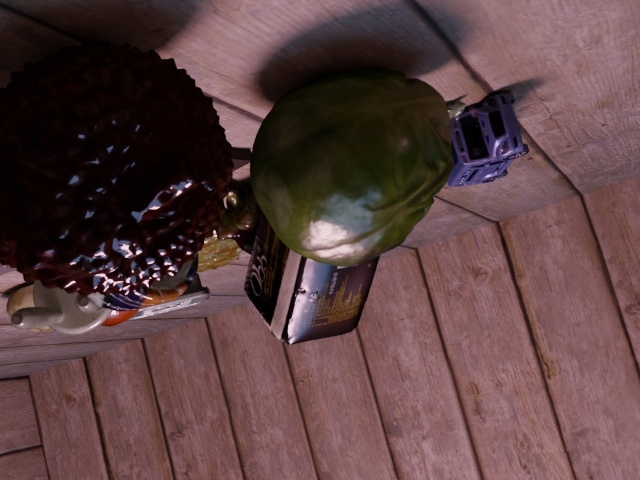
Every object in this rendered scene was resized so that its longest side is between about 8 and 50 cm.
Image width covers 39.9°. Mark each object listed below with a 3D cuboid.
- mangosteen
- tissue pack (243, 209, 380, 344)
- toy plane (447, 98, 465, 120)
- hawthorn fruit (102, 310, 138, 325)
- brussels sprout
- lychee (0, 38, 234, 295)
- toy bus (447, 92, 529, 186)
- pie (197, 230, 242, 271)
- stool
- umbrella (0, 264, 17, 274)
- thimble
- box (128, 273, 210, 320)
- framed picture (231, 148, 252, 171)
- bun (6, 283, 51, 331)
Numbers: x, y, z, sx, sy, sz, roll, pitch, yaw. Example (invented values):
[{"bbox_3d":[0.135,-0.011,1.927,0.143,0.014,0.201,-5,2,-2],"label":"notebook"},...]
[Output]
[{"bbox_3d":[-0.132,-0.046,1.865,0.184,0.172,0.172,4,165,-16],"label":"mangosteen"},{"bbox_3d":[0.000,0.000,1.715,0.210,0.198,0.370,-5,129,-28],"label":"tissue pack"},{"bbox_3d":[0.243,-0.243,1.675,0.080,0.033,0.083,-5,159,-42],"label":"toy plane"},{"bbox_3d":[-0.482,0.091,2.082,0.225,0.196,0.196,-39,174,-12],"label":"hawthorn fruit"},{"bbox_3d":[0.055,-0.124,1.357,0.354,0.281,0.289,-31,146,-25],"label":"brussels sprout"},{"bbox_3d":[-0.258,-0.083,1.043,0.306,0.306,0.330,-6,-166,-42],"label":"lychee"},{"bbox_3d":[0.322,-0.195,1.793,0.133,0.125,0.292,-14,171,-3],"label":"toy bus"},{"bbox_3d":[-0.254,0.002,2.152,0.371,0.078,0.296,-24,168,35],"label":"pie"},{"bbox_3d":[-0.548,0.091,1.875,0.195,0.195,0.199,-15,166,0],"label":"stool"},{"bbox_3d":[-0.700,0.055,1.774,0.337,0.067,0.073,-18,127,18],"label":"umbrella"},{"bbox_3d":[-0.353,0.016,1.696,0.150,0.237,0.237,-18,171,42],"label":"thimble"},{"bbox_3d":[-0.431,0.121,2.372,0.243,0.135,0.163,-13,171,-16],"label":"box"},{"bbox_3d":[-0.225,-0.128,1.619,0.168,0.023,0.128,-23,167,39],"label":"framed picture"},{"bbox_3d":[-0.702,0.176,2.282,0.222,0.127,0.222,-16,168,-4],"label":"bun"}]
